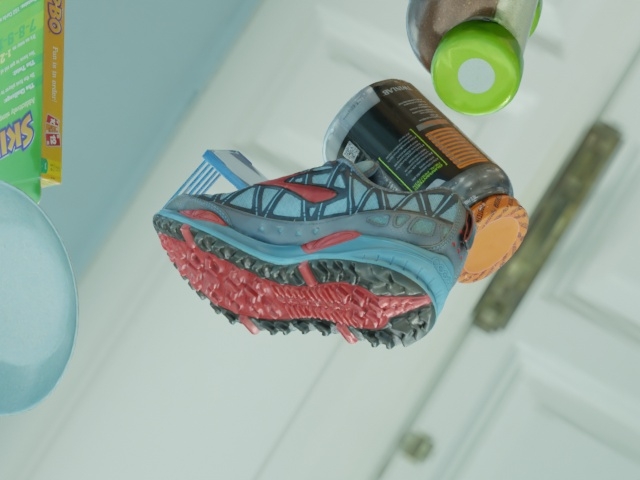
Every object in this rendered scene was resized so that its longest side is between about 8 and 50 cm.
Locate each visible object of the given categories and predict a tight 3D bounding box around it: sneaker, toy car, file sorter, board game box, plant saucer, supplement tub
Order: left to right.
[{"bbox_3d":[-0.257,0.044,1.515,0.195,0.195,0.037,28,-159,29],"label":"plant saucer"},{"bbox_3d":[-0.288,-0.149,1.716,0.124,0.259,0.039,-9,164,37],"label":"board game box"},{"bbox_3d":[-0.102,-0.028,2.153,0.118,0.104,0.170,42,-173,5],"label":"file sorter"},{"bbox_3d":[0.000,0.000,1.320,0.261,0.125,0.104,11,140,37],"label":"sneaker"},{"bbox_3d":[0.042,-0.173,1.097,0.188,0.149,0.155,16,-154,5],"label":"toy car"},{"bbox_3d":[0.098,-0.053,1.731,0.190,0.117,0.117,48,-179,32],"label":"supplement tub"}]
